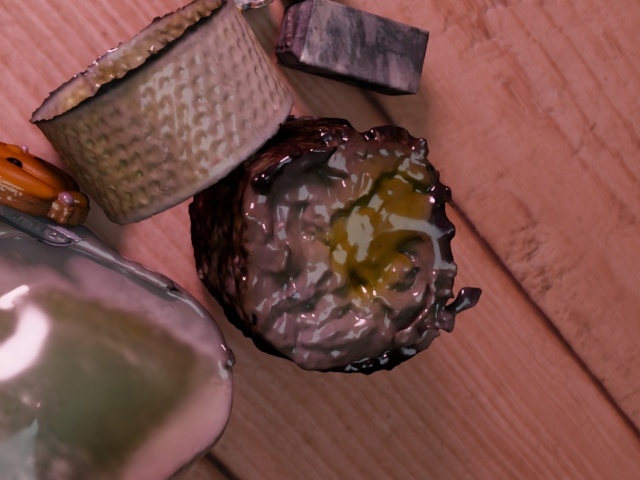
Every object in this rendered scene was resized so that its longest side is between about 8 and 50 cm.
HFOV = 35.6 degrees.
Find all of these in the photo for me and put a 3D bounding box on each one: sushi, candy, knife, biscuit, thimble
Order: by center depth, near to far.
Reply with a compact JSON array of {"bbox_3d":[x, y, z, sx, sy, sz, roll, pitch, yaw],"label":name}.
[{"bbox_3d":[-0.359,-0.040,1.101,0.210,0.015,0.028,28,113,4],"label":"knife"},{"bbox_3d":[-0.331,-0.074,1.114,0.170,0.170,0.050,23,99,-23],"label":"biscuit"},{"bbox_3d":[-0.175,-0.151,1.121,0.271,0.271,0.150,-39,112,-13],"label":"thimble"},{"bbox_3d":[-0.329,0.168,1.136,0.427,0.186,0.386,39,61,-13],"label":"candy"},{"bbox_3d":[-0.001,0.001,1.198,0.281,0.294,0.300,-20,105,-18],"label":"sushi"}]

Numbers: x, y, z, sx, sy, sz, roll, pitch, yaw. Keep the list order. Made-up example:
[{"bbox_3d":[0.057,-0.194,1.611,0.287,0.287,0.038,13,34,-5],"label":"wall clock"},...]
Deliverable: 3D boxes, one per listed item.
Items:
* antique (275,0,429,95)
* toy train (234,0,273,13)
[{"bbox_3d":[0.037,-0.251,1.290,0.183,0.088,0.086,12,92,-24],"label":"antique"},{"bbox_3d":[-0.058,-0.325,1.248,0.202,0.081,0.060,-22,104,-11],"label":"toy train"}]
